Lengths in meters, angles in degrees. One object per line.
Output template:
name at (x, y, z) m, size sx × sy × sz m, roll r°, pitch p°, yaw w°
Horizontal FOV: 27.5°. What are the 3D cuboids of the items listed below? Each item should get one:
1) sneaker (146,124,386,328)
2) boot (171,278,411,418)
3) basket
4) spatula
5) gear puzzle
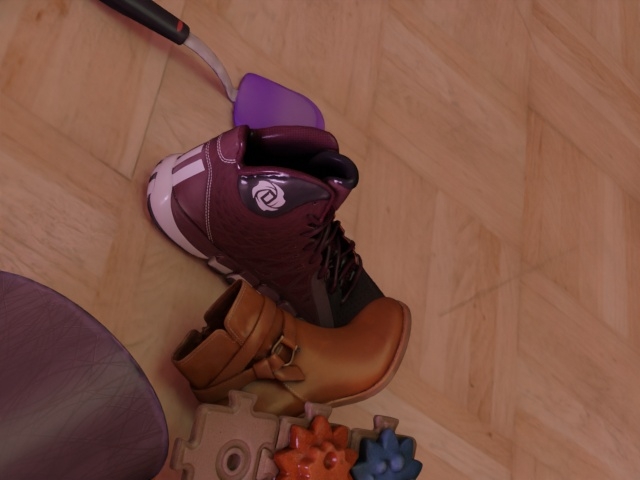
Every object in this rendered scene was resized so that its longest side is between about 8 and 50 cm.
sneaker at (0.000, 0.000, 1.123) m, size 0.281 × 0.162 × 0.106 m, roll 36°, pitch 44°, yaw -27°
boot at (-0.019, 0.083, 1.079) m, size 0.152 × 0.073 × 0.197 m, roll 49°, pitch 61°, yaw -21°
basket at (-0.241, 0.138, 0.773) m, size 0.227 × 0.204 × 0.154 m, roll -36°, pitch 135°, yaw -44°
spatula at (-0.113, -0.173, 1.217) m, size 0.296 × 0.030 × 0.084 m, roll 36°, pitch 43°, yaw -27°
gear puzzle at (-0.041, 0.206, 0.984) m, size 0.339 × 0.044 × 0.175 m, roll 16°, pitch 83°, yaw -42°
